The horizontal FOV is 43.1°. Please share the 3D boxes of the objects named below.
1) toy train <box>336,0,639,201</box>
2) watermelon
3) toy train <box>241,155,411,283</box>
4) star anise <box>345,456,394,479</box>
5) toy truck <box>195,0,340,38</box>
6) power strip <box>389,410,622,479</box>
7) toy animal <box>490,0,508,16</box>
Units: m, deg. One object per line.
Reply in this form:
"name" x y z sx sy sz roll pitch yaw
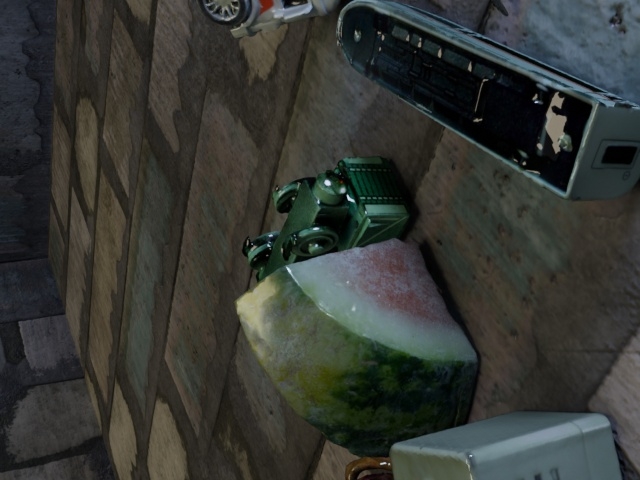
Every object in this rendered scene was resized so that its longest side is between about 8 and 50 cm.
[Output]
"toy train" 0.144 -0.161 0.793 0.407 0.088 0.086 46 133 50
"watermelon" 0.050 0.127 0.952 0.310 0.232 0.193 34 140 -2
"toy train" 0.000 0.000 1.033 0.115 0.154 0.269 64 147 30
"star anise" 0.052 0.309 0.892 0.190 0.220 0.126 -50 49 34
"toy truck" -0.073 -0.433 0.911 0.173 0.207 0.387 -69 -32 -42
"power strip" 0.146 0.243 0.729 0.139 0.224 0.140 -19 78 62
"toy animal" 0.171 -0.261 0.784 0.050 0.028 0.084 121 138 -51
